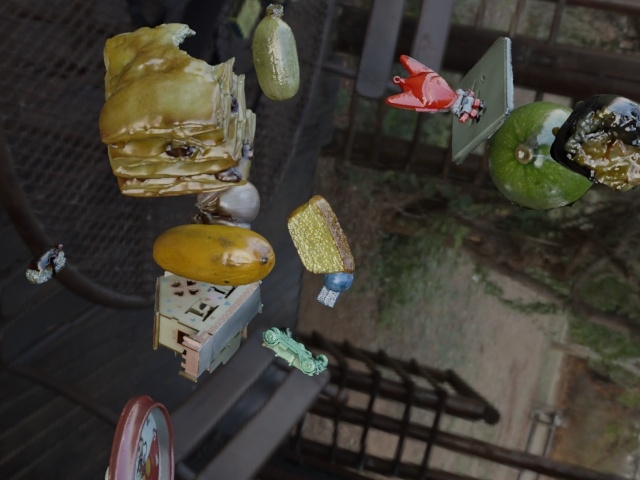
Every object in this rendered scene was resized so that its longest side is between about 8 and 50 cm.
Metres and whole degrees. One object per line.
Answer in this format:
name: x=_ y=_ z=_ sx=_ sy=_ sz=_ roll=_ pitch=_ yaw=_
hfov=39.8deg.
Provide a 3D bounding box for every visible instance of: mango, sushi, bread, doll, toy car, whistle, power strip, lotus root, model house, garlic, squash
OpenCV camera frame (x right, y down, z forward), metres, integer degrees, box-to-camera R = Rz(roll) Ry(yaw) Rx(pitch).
mango: x=-0.265 y=0.032 z=2.101 sx=0.187 sy=0.360 sz=0.143 roll=24 pitch=73 yaw=-59
sushi: x=-0.459 y=0.033 z=1.474 sx=0.083 sy=0.044 sz=0.046 roll=-54 pitch=155 yaw=-55
bread: x=-0.302 y=-0.284 z=1.806 sx=0.191 sy=0.314 sz=0.369 roll=65 pitch=20 yaw=-70
doll: x=0.206 y=-0.257 z=1.560 sx=0.057 sy=0.169 sz=0.109 roll=105 pitch=4 yaw=-64
bread: x=0.000 y=0.000 z=1.894 sx=0.187 sy=0.103 sz=0.065 roll=68 pitch=25 yaw=-5
toy car: x=-0.055 y=0.233 z=1.841 sx=0.054 sy=0.143 sz=0.073 roll=-59 pitch=158 yaw=10
whistle: x=0.039 y=0.113 z=2.352 sx=0.157 sy=0.090 sz=0.090 roll=-64 pitch=164 yaw=17
sushi: x=0.607 y=-0.212 z=1.896 sx=0.213 sy=0.200 sz=0.204 roll=-46 pitch=-169 yaw=28
power strip: x=0.340 y=-0.275 z=1.786 sx=0.198 sy=0.065 sz=0.213 roll=133 pitch=-30 yaw=-54
lotus root: x=-0.089 y=-0.362 z=1.709 sx=0.077 sy=0.090 sz=0.182 roll=-34 pitch=124 yaw=-56
model house: x=-0.322 y=0.191 z=2.224 sx=0.326 sy=0.244 sz=0.169 roll=-48 pitch=156 yaw=-48
garlic: x=-0.227 y=-0.099 z=2.226 sx=0.214 sy=0.160 sz=0.191 roll=-63 pitch=175 yaw=6
squash: x=0.564 y=-0.248 z=2.282 sx=0.309 sy=0.311 sz=0.310 roll=27 pitch=79 yaw=-70

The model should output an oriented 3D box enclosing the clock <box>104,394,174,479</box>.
clock: x=-0.351 y=0.455 z=1.688 sx=0.318 sy=0.080 sz=0.318 roll=0 pitch=90 yaw=-84
